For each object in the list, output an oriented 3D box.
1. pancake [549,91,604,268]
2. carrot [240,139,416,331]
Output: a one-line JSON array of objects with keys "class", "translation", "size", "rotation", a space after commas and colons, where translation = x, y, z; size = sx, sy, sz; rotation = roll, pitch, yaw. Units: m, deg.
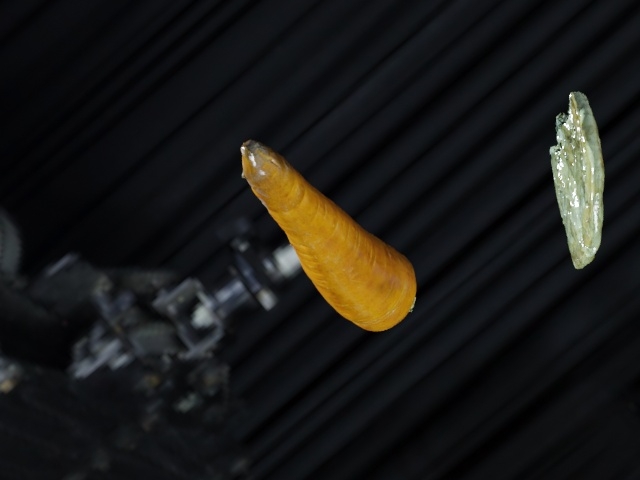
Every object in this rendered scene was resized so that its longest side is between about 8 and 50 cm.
[{"class": "pancake", "translation": [0.180, -0.038, 1.015], "size": [0.129, 0.022, 0.116], "rotation": [75, -172, -82]}, {"class": "carrot", "translation": [0.000, 0.000, 0.940], "size": [0.061, 0.061, 0.256], "rotation": [55, -172, 34]}]
